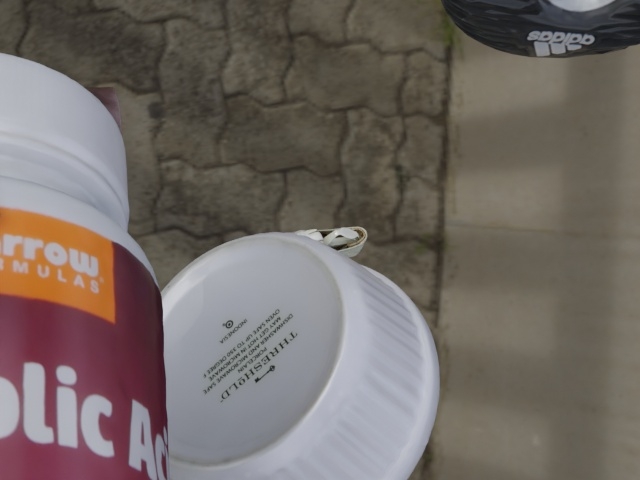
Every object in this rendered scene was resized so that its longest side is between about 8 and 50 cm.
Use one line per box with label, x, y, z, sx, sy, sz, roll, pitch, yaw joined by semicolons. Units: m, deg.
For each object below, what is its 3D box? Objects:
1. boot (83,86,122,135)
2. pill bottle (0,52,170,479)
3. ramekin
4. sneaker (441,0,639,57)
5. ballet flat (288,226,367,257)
boot;-0.297;-0.070;1.229;0.207;0.090;0.248;6;61;-26
pill bottle;-0.190;0.107;0.630;0.224;0.224;0.392;12;52;-28
ramekin;-0.044;0.116;1.033;0.273;0.273;0.127;-60;140;-14
sneaker;0.120;-0.305;0.412;0.169;0.447;0.257;4;52;-15
ballet flat;0.000;0.000;1.831;0.168;0.052;0.057;-8;62;-40
